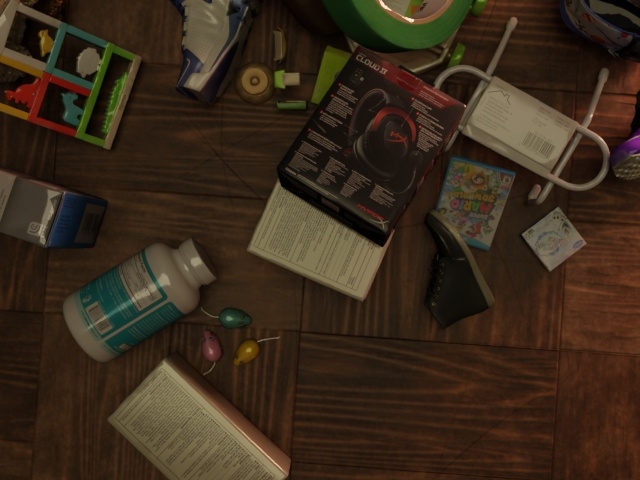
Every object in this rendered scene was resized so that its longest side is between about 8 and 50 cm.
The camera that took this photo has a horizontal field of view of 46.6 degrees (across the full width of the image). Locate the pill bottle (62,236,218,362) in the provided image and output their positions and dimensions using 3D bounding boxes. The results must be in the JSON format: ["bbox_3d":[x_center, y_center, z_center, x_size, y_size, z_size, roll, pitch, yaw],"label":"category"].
[{"bbox_3d":[-0.324,0.101,1.369,0.264,0.146,0.146,-31,89,0],"label":"pill bottle"}]

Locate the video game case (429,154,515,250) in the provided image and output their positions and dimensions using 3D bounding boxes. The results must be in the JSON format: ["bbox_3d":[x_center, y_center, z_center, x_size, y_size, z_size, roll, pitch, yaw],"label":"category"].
[{"bbox_3d":[0.279,-0.068,1.380,0.119,0.015,0.166,16,123,8],"label":"video game case"}]

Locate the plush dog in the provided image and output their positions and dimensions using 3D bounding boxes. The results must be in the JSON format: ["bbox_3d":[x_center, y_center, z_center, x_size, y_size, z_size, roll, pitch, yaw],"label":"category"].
[{"bbox_3d":[-0.607,-0.465,1.378,0.262,0.210,0.225,38,63,-1],"label":"plush dog"}]

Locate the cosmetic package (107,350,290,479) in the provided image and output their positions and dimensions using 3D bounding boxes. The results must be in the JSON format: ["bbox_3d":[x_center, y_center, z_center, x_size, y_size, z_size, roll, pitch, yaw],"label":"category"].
[{"bbox_3d":[-0.220,0.370,1.379,0.309,0.113,0.160,44,90,1],"label":"cosmetic package"}]

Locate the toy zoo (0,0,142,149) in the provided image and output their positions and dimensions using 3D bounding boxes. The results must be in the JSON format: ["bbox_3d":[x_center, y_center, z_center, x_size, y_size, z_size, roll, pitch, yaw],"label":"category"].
[{"bbox_3d":[-0.496,-0.305,1.359,0.293,0.030,0.192,18,91,-31],"label":"toy zoo"}]

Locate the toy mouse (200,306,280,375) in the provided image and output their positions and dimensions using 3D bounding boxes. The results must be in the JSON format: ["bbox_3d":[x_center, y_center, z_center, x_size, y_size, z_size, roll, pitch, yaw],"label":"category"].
[{"bbox_3d":[-0.184,0.182,1.422,0.161,0.031,0.143,-39,89,0],"label":"toy mouse"}]

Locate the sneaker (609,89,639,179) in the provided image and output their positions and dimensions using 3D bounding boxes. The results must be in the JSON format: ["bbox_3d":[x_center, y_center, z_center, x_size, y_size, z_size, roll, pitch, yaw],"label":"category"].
[{"bbox_3d":[0.611,-0.213,1.360,0.293,0.102,0.146,-20,78,-29],"label":"sneaker"}]

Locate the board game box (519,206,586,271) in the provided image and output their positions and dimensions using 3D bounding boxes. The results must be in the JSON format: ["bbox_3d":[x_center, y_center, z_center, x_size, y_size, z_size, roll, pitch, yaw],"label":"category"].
[{"bbox_3d":[0.445,-0.003,1.425,0.090,0.020,0.090,-37,88,0],"label":"board game box"}]

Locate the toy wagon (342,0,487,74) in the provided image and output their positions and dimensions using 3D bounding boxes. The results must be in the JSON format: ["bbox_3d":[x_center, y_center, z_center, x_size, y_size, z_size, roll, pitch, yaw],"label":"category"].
[{"bbox_3d":[0.184,-0.483,1.415,0.267,0.068,0.344,24,89,1],"label":"toy wagon"}]

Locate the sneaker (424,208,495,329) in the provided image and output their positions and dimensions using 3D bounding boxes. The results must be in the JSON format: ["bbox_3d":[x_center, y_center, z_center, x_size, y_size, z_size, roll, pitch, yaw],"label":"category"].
[{"bbox_3d":[0.226,0.058,1.381,0.118,0.083,0.222,-31,101,1],"label":"sneaker"}]

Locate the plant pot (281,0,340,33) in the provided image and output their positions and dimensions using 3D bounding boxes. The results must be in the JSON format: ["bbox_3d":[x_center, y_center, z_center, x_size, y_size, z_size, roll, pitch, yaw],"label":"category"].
[{"bbox_3d":[-0.029,-0.514,1.294,0.215,0.230,0.215,-15,64,33],"label":"plant pot"}]

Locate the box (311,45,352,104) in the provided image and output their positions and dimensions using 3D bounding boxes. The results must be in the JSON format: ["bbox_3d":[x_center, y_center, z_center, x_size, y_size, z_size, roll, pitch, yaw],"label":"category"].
[{"bbox_3d":[0.081,-0.286,1.399,0.178,0.042,0.109,18,125,1],"label":"box"}]

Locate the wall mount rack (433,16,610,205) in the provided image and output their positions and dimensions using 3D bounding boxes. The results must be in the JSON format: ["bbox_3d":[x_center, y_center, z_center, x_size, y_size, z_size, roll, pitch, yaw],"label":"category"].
[{"bbox_3d":[0.385,-0.247,1.384,0.350,0.130,0.304,30,93,1],"label":"wall mount rack"}]

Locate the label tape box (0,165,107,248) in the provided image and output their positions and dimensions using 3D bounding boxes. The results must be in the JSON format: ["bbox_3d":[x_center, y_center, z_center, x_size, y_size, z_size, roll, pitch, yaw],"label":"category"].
[{"bbox_3d":[-0.585,-0.082,1.327,0.333,0.240,0.106,18,89,1],"label":"label tape box"}]

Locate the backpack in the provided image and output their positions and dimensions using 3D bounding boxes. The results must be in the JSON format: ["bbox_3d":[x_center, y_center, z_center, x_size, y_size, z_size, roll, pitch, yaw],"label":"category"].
[{"bbox_3d":[0.574,-0.456,1.340,0.263,0.213,0.277,21,83,-7],"label":"backpack"}]

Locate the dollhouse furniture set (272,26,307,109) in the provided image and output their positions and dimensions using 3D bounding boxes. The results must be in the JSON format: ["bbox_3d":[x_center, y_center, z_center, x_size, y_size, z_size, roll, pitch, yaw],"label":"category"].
[{"bbox_3d":[-0.056,-0.325,1.411,0.058,0.076,0.152,-1,99,3],"label":"dollhouse furniture set"}]

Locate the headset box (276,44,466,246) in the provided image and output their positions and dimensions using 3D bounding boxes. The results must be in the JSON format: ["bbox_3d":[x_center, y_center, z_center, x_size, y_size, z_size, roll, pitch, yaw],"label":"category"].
[{"bbox_3d":[0.095,-0.172,1.277,0.218,0.110,0.293,31,80,7],"label":"headset box"}]

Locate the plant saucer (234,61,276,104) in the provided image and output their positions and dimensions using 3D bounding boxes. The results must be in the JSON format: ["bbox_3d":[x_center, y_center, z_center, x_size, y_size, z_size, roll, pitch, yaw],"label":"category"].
[{"bbox_3d":[-0.126,-0.306,1.439,0.083,0.015,0.083,0,89,1],"label":"plant saucer"}]

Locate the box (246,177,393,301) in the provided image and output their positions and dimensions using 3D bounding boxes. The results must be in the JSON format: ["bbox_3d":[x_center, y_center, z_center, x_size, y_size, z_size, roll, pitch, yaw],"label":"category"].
[{"bbox_3d":[0.000,0.000,1.376,0.232,0.127,0.149,24,87,1],"label":"box"}]

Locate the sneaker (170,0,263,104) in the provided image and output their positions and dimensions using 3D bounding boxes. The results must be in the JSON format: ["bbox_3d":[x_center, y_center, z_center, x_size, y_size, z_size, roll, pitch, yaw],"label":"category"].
[{"bbox_3d":[-0.225,-0.424,1.399,0.182,0.127,0.316,22,82,5],"label":"sneaker"}]

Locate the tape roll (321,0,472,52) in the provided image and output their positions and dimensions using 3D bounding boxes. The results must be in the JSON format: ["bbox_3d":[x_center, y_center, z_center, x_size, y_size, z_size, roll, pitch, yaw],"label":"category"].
[{"bbox_3d":[0.131,-0.483,1.257,0.321,0.077,0.321,-5,99,-35],"label":"tape roll"}]
